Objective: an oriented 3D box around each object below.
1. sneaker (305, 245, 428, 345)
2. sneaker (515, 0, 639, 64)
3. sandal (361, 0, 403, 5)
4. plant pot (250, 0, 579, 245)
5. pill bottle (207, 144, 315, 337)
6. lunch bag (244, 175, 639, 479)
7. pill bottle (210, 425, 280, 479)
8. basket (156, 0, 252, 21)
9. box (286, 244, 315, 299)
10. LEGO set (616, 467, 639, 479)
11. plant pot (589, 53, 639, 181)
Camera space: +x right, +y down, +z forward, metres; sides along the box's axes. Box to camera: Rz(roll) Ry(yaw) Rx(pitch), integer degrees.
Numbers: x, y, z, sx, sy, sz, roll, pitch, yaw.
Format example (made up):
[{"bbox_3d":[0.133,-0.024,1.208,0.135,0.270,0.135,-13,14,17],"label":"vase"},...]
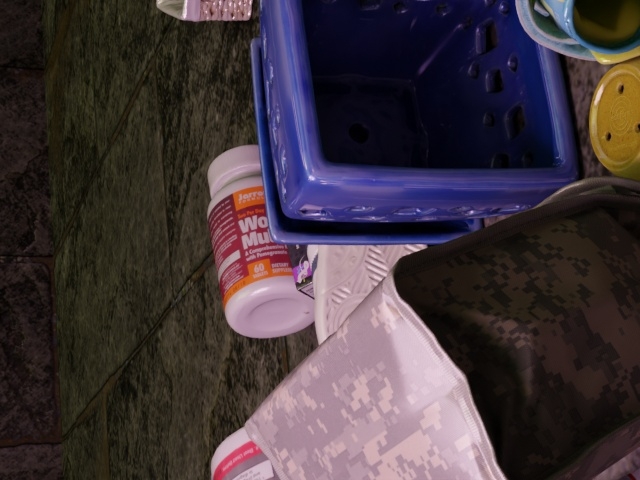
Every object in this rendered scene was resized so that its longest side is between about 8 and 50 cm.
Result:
[{"bbox_3d":[0.044,0.018,1.296,0.148,0.131,0.350,95,166,-78],"label":"sneaker"},{"bbox_3d":[0.136,-0.194,0.863,0.319,0.127,0.208,-19,45,47],"label":"sneaker"},{"bbox_3d":[0.049,-0.237,1.318,0.086,0.120,0.303,60,155,3],"label":"sandal"},{"bbox_3d":[0.059,-0.117,1.102,0.212,0.236,0.236,128,138,-66],"label":"plant pot"},{"bbox_3d":[-0.072,-0.002,1.561,0.121,0.121,0.221,118,146,-49],"label":"pill bottle"},{"bbox_3d":[0.133,0.082,0.828,0.169,0.287,0.235,61,146,15],"label":"lunch bag"},{"bbox_3d":[0.000,0.344,1.286,0.176,0.176,0.318,116,148,-46],"label":"pill bottle"},{"bbox_3d":[-0.164,-0.375,1.835,0.167,0.103,0.113,-140,54,-64],"label":"basket"},{"bbox_3d":[0.000,0.000,1.401,0.029,0.116,0.162,-29,56,21],"label":"box"},{"bbox_3d":[0.242,0.286,0.761,0.255,0.192,0.331,68,172,-26],"label":"LEGO set"},{"bbox_3d":[0.233,-0.077,0.830,0.134,0.095,0.134,-179,90,-68],"label":"plant pot"}]
